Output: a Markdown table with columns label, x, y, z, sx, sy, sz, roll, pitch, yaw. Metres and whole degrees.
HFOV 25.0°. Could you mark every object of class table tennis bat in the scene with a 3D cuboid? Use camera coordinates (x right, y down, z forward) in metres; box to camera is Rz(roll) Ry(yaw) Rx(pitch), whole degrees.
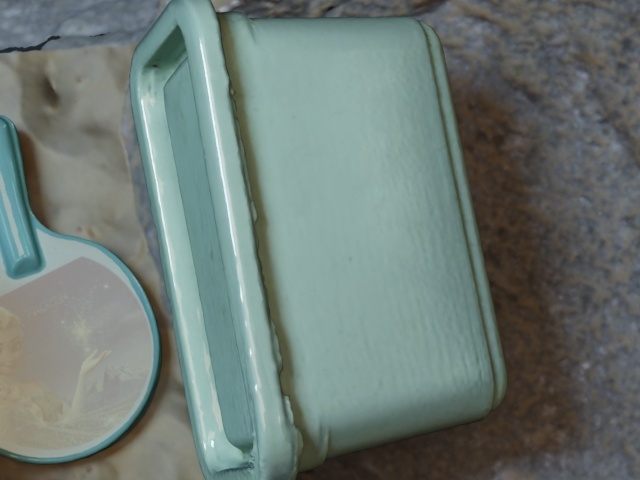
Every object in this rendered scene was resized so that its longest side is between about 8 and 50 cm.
| label | x | y | z | sx | sy | sz | roll | pitch | yaw |
| --- | --- | --- | --- | --- | --- | --- | --- | --- | --- |
| table tennis bat | -0.192 | 0.032 | 0.963 | 0.149 | 0.038 | 0.237 | -15 | 87 | -12 |

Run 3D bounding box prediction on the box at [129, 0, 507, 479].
| label | x | y | z | sx | sy | sz | roll | pitch | yaw |
| --- | --- | --- | --- | --- | --- | --- | --- | --- | --- |
| box | 0.000 | 0.000 | 0.942 | 0.182 | 0.175 | 0.312 | -7 | 83 | -20 |
